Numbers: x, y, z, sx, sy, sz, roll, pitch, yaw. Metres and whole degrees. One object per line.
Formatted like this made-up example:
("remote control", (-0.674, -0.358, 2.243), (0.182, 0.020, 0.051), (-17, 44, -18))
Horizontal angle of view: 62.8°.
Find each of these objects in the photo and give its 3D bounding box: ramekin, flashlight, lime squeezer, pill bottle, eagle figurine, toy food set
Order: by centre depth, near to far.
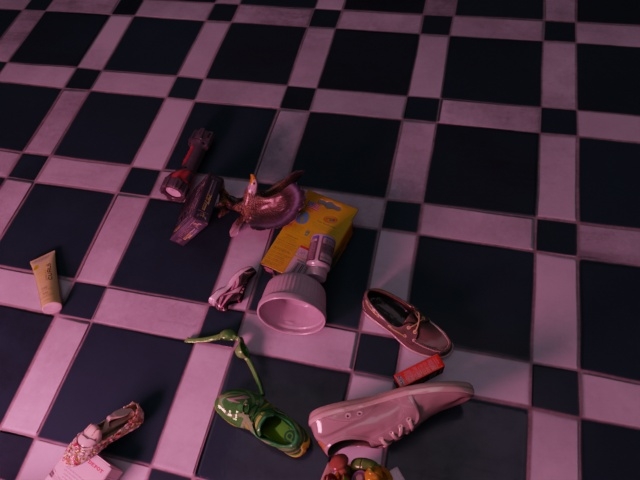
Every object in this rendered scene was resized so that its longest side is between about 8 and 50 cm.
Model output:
("toy food set", (0.070, 0.586, 1.303), (0.218, 0.071, 0.128), (-11, 23, 36))
("ramekin", (-0.079, 0.185, 1.567), (0.207, 0.207, 0.109), (3, 51, 9))
("lime squeezer", (-0.269, 0.336, 1.583), (0.310, 0.059, 0.110), (29, 67, 21))
("pill bottle", (-0.003, 0.055, 1.597), (0.078, 0.078, 0.137), (7, 62, 11))
("eagle figurine", (-0.197, -0.137, 1.766), (0.298, 0.225, 0.226), (-1, 76, -7))
("flashlight", (-0.498, -0.288, 1.961), (0.103, 0.103, 0.304), (25, 57, -15))

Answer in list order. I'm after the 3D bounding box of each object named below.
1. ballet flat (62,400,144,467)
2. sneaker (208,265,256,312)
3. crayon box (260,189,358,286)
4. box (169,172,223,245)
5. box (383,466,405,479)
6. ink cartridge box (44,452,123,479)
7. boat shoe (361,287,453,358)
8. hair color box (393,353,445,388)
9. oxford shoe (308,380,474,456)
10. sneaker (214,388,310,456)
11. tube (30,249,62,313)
("ballet flat", (-0.596, 0.520, 1.442), (0.091, 0.077, 0.241), (27, 33, 27))
("sneaker", (-0.269, 0.163, 1.688), (0.178, 0.072, 0.077), (-44, 76, -9))
("crayon box", (-0.027, 0.004, 1.719), (0.202, 0.081, 0.318), (24, 67, 18))
("box", (-0.419, -0.102, 1.771), (0.059, 0.232, 0.183), (27, 58, -23))
("box", (0.154, 0.674, 1.309), (0.170, 0.091, 0.130), (-27, 60, -10))
("ink cartridge box", (-0.662, 0.672, 1.415), (0.148, 0.086, 0.203), (25, 65, 21))
("boat shoe", (0.254, 0.243, 1.551), (0.305, 0.091, 0.109), (31, 68, 22))
("hair color box", (0.278, 0.377, 1.481), (0.141, 0.072, 0.043), (-24, 60, -6))
("oxford shoe", (0.190, 0.471, 1.385), (0.449, 0.169, 0.130), (-17, 56, 6))
("sneaker", (-0.162, 0.486, 1.441), (0.295, 0.123, 0.109), (21, 65, 19))
("tube", (-0.932, 0.139, 1.783), (0.070, 0.062, 0.240), (4, 43, -39))
